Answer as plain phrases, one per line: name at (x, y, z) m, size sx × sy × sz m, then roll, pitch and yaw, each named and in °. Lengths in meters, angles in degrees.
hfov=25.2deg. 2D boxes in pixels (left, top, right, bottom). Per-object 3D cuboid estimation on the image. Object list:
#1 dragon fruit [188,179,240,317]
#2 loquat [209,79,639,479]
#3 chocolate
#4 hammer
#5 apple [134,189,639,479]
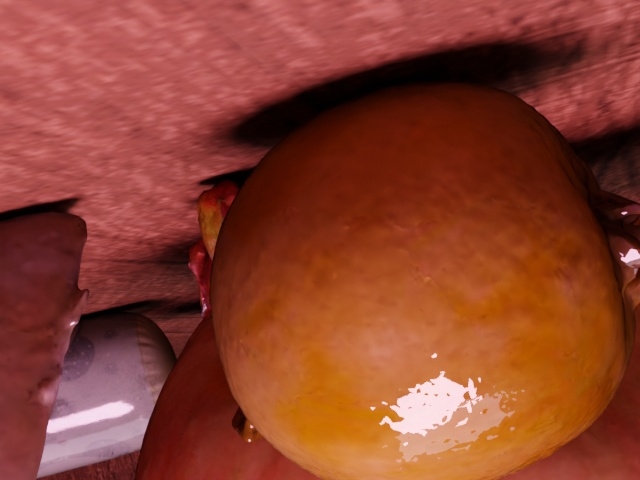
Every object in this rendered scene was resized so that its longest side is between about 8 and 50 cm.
dragon fruit at (0.000, -0.001, 0.613) m, size 0.112 × 0.068 × 0.126 m, roll -10°, pitch 168°, yaw 38°
loquat at (0.037, 0.017, 0.482) m, size 0.163 × 0.137 × 0.163 m, roll -14°, pitch 145°, yaw -10°
chocolate at (-0.168, 0.074, 0.613) m, size 0.083 × 0.161 × 0.261 m, roll 14°, pitch 161°, yaw -16°
hammer at (-0.214, 0.124, 1.176) m, size 0.201 × 0.113 × 0.305 m, roll -11°, pitch 180°, yaw -5°
apple at (0.097, 0.157, 0.792) m, size 0.391 × 0.347 × 0.391 m, roll -7°, pitch -145°, yaw 5°
